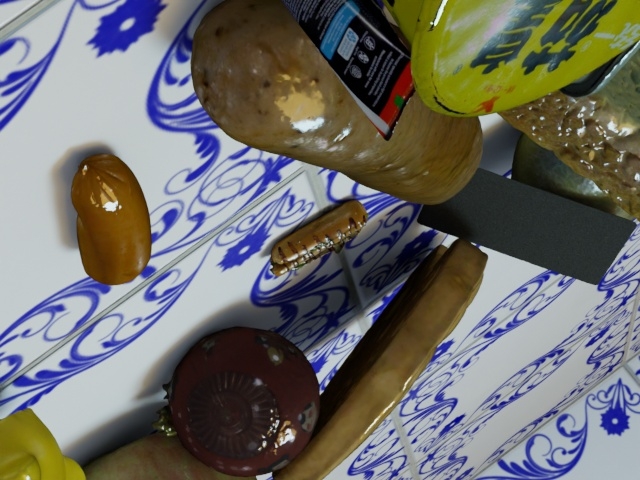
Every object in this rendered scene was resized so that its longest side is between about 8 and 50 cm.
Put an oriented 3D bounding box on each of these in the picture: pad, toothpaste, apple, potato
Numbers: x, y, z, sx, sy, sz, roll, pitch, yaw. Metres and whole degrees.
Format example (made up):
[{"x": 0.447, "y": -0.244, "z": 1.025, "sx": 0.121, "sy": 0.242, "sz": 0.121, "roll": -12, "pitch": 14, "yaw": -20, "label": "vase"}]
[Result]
[{"x": 0.215, "y": -0.019, "z": 1.801, "sx": 0.143, "sy": 0.211, "sz": 0.003, "roll": 109, "pitch": 0, "yaw": -59, "label": "pad"}, {"x": -0.001, "y": -0.152, "z": 1.046, "sx": 0.045, "sy": 0.193, "sz": 0.071, "roll": -25, "pitch": 158, "yaw": -30, "label": "toothpaste"}, {"x": -0.167, "y": 0.333, "z": 1.819, "sx": 0.257, "sy": 0.234, "sz": 0.257, "roll": -28, "pitch": 160, "yaw": -11, "label": "apple"}, {"x": 0.284, "y": -0.075, "z": 1.833, "sx": 0.174, "sy": 0.159, "sz": 0.251, "roll": -1, "pitch": 139, "yaw": -18, "label": "potato"}]

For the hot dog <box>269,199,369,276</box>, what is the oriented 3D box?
[{"x": 0.000, "y": 0.000, "z": 1.661, "sx": 0.122, "sy": 0.037, "sz": 0.049, "roll": -33, "pitch": 158, "yaw": -21, "label": "hot dog"}]

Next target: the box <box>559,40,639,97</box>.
[{"x": 0.186, "y": -0.231, "z": 1.282, "sx": 0.135, "sy": 0.163, "sz": 0.243, "roll": -5, "pitch": 145, "yaw": -44, "label": "box"}]

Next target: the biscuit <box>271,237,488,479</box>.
[{"x": 0.073, "y": 0.133, "z": 1.858, "sx": 0.351, "sy": 0.057, "sz": 0.312, "roll": -53, "pitch": -177, "yaw": -25, "label": "biscuit"}]

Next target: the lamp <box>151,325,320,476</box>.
[{"x": -0.075, "y": 0.160, "z": 1.742, "sx": 0.156, "sy": 0.157, "sz": 0.135, "roll": -59, "pitch": 175, "yaw": 16, "label": "lamp"}]

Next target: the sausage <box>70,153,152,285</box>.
[{"x": -0.159, "y": -0.013, "z": 1.307, "sx": 0.062, "sy": 0.054, "sz": 0.183, "roll": -61, "pitch": 170, "yaw": -26, "label": "sausage"}]

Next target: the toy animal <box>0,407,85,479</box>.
[{"x": -0.325, "y": 0.244, "z": 1.482, "sx": 0.230, "sy": 0.156, "sz": 0.156, "roll": -35, "pitch": 162, "yaw": 3, "label": "toy animal"}]

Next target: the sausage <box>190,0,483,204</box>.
[{"x": 0.044, "y": -0.101, "z": 1.353, "sx": 0.136, "sy": 0.123, "sz": 0.501, "roll": -16, "pitch": 169, "yaw": 19, "label": "sausage"}]

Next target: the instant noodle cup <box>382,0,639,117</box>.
[{"x": 0.103, "y": -0.262, "z": 0.879, "sx": 0.325, "sy": 0.254, "sz": 0.325, "roll": -33, "pitch": 160, "yaw": -13, "label": "instant noodle cup"}]

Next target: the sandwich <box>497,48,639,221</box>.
[{"x": 0.257, "y": -0.179, "z": 1.570, "sx": 0.100, "sy": 0.288, "sz": 0.254, "roll": -25, "pitch": -140, "yaw": 49, "label": "sandwich"}]
